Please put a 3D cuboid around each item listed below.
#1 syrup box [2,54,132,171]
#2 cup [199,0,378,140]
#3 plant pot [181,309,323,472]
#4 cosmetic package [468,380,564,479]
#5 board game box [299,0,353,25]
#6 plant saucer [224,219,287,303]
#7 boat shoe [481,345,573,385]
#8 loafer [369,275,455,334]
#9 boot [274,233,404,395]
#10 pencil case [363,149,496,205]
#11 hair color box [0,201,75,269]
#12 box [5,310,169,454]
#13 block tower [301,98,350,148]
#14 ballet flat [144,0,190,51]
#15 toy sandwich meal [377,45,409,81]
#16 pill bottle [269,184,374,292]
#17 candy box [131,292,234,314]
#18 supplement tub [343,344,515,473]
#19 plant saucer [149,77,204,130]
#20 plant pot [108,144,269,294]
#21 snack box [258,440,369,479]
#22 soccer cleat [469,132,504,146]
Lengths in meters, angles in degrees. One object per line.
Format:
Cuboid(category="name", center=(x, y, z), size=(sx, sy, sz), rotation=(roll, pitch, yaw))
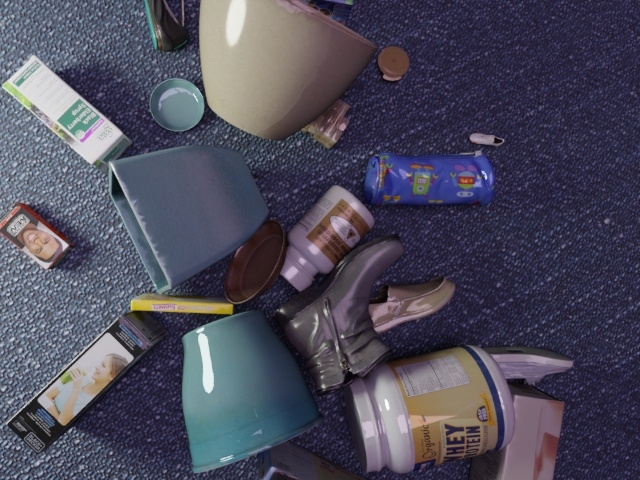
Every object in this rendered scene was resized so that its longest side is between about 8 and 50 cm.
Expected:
Cuboid(category="syrup box", center=(-0.527, -0.263, 1.028), size=(0.237, 0.096, 0.093), rotation=(42, 84, -4))
Cuboid(category="cup", center=(-0.093, -0.333, 0.913), size=(0.331, 0.331, 0.237), rotation=(27, 113, -6))
Cuboid(category="plant pot", center=(-0.165, 0.290, 0.995), size=(0.271, 0.272, 0.255), rotation=(-20, 77, -8))
Cuboid(category="cosmetic package", center=(0.445, 0.489, 1.119), size=(0.129, 0.153, 0.296), rotation=(11, 89, -7))
Cuboid(category="board game box", center=(-0.036, -0.525, 1.081), size=(0.201, 0.136, 0.035), rotation=(7, 87, -8))
Cuboid(category="plant saucer", center=(-0.133, 0.050, 1.041), size=(0.036, 0.198, 0.199), rotation=(33, 84, -32))
Cuboid(category="boat shoe", center=(0.492, 0.306, 1.172), size=(0.227, 0.079, 0.081), rotation=(3, 97, -3))
Cuboid(category="loafer", center=(0.183, 0.138, 1.114), size=(0.268, 0.102, 0.092), rotation=(-25, 97, -6))
Cuboid(category="boot", center=(0.089, 0.159, 1.030), size=(0.338, 0.118, 0.223), rotation=(-39, 64, 2))
Cuboid(category="pencil case", center=(0.252, -0.143, 1.119), size=(0.306, 0.119, 0.133), rotation=(-1, 113, -8))
Cuboid(category="hair color box", center=(-0.610, -0.010, 1.037), size=(0.141, 0.043, 0.072), rotation=(40, 83, -6))
Cuboid(category="box", center=(-0.460, 0.273, 0.992), size=(0.290, 0.169, 0.087), rotation=(-44, 92, -5))
Cuboid(category="block tower", center=(-0.090, -0.340, 1.093), size=(0.335, 0.097, 0.091), rotation=(33, 85, -8))
Cuboid(category="ballet flat", center=(-0.360, -0.559, 1.067), size=(0.096, 0.095, 0.281), rotation=(-20, 102, -18))
Cuboid(category="toy sandwich meal", center=(0.174, -0.422, 1.163), size=(0.085, 0.029, 0.086), rotation=(1, 84, -6))
Cuboid(category="pill bottle", center=(0.000, 0.000, 1.077), size=(0.131, 0.131, 0.229), rotation=(44, 84, -5))
Cuboid(category="candy box", center=(-0.290, 0.136, 1.047), size=(0.205, 0.105, 0.027), rotation=(4, 93, -7))
Cuboid(category="supplement tub", center=(0.224, 0.365, 1.051), size=(0.316, 0.228, 0.228), rotation=(-10, 90, -8))
Cuboid(category="plant saucer", center=(-0.322, -0.303, 1.094), size=(0.119, 0.021, 0.119), rotation=(0, 88, -8))
Cuboid(category="plant pot", center=(-0.257, -0.060, 0.994), size=(0.252, 0.247, 0.248), rotation=(-27, 93, -24))
Cuboid(category="snack box", center=(0.020, 0.535, 1.040), size=(0.322, 0.187, 0.060), rotation=(29, 85, -6))
Cuboid(category="soccer cleat", center=(0.407, -0.248, 1.186), size=(0.083, 0.035, 0.029), rotation=(11, 87, -8))
